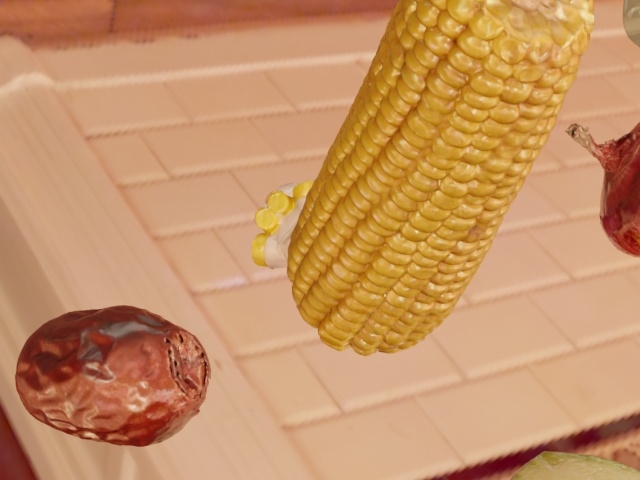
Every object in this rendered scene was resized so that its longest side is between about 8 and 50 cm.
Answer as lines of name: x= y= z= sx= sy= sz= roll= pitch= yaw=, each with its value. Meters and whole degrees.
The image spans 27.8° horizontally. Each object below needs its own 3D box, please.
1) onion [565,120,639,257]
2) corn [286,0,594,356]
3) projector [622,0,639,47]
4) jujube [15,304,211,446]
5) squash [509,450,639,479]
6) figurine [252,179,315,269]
onion: x=0.283 y=-0.064 z=1.181 sx=0.140 sy=0.150 sz=0.150 roll=19 pitch=119 yaw=-9
corn: x=0.073 y=-0.050 z=0.895 sx=0.144 sy=0.144 sz=0.387 roll=-14 pitch=150 yaw=-27
projector: x=0.330 y=-0.215 z=1.165 sx=0.083 sy=0.082 sz=0.083 roll=23 pitch=69 yaw=-42
jujube: x=-0.249 y=0.165 z=1.548 sx=0.243 sy=0.183 sz=0.183 roll=-9 pitch=155 yaw=34
squash: x=0.301 y=0.286 z=1.131 sx=0.189 sy=0.260 sz=0.189 roll=-32 pitch=173 yaw=-4
figurine: x=-0.007 y=-0.004 z=1.374 sx=0.109 sy=0.130 sz=0.178 roll=-59 pitch=-179 yaw=1
